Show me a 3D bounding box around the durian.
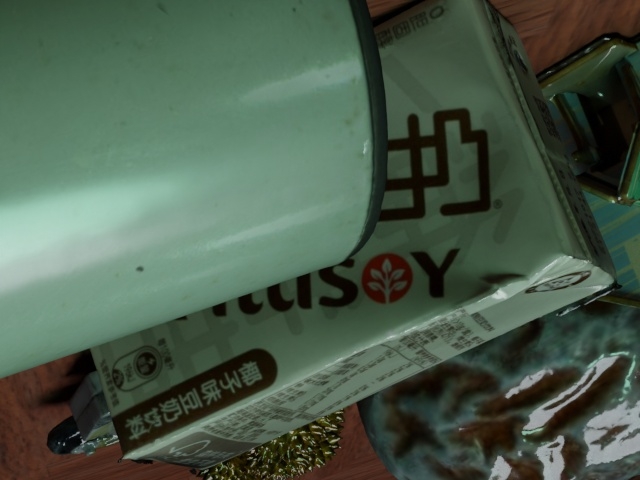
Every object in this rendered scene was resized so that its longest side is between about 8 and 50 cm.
[{"bbox_3d":[-0.054,0.165,1.839,0.158,0.137,0.168,-6,-173,28],"label":"durian"}]

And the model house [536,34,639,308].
[{"bbox_3d":[0.252,-0.032,1.435,0.271,0.206,0.178,-29,161,28],"label":"model house"}]

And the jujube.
[{"bbox_3d":[0.189,0.108,1.726,0.308,0.246,0.215,-33,160,19],"label":"jujube"}]

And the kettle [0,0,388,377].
[{"bbox_3d":[-0.176,-0.089,0.835,0.376,0.250,0.361,-16,134,-21],"label":"kettle"}]

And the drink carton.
[{"bbox_3d":[-0.001,0.000,1.281,0.324,0.194,0.132,-25,164,15],"label":"drink carton"}]

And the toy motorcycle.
[{"bbox_3d":[-0.141,0.128,1.719,0.152,0.073,0.225,-14,162,-33],"label":"toy motorcycle"}]
